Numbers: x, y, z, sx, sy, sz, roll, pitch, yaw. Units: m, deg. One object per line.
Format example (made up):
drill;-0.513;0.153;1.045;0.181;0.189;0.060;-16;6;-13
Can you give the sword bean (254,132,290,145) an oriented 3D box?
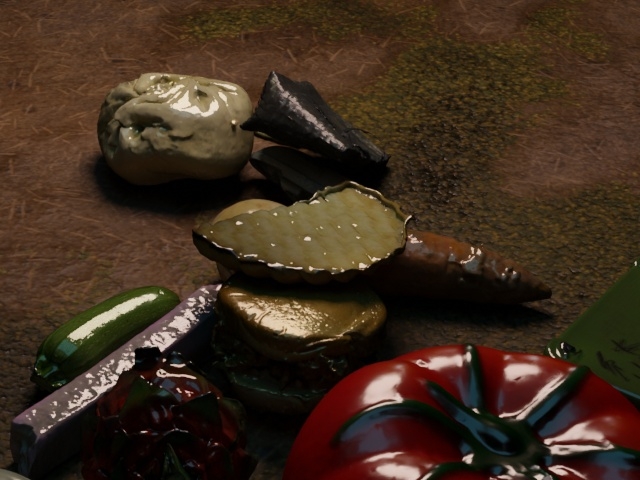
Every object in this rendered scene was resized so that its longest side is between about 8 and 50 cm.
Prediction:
sword bean;-0.066;-0.149;2.293;0.083;0.012;0.012;19;35;21

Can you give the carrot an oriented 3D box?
carrot;0.158;0.040;1.954;0.263;0.102;0.102;11;33;5

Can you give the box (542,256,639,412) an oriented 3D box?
box;0.374;0.162;1.686;0.253;0.178;0.329;23;37;26

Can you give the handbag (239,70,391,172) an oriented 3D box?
handbag;0.004;-0.147;2.131;0.175;0.088;0.270;31;8;12

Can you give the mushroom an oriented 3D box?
mushroom;-0.070;0.012;1.942;0.148;0.112;0.148;4;33;-3

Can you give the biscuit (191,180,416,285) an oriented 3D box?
biscuit;0.000;0.000;1.831;0.273;0.036;0.187;-16;32;-38

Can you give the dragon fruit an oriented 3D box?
dragon fruit;-0.153;0.204;1.580;0.182;0.182;0.188;16;48;19

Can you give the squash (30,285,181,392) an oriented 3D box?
squash;-0.246;0.110;1.807;0.077;0.068;0.219;50;47;8

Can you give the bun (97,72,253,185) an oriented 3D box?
bun;-0.201;-0.164;2.161;0.229;0.145;0.229;-9;35;7

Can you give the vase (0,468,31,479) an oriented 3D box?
vase;-0.246;0.309;1.448;0.248;0.128;0.128;28;38;18

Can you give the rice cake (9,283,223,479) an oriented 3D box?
rice cake;-0.215;0.153;1.747;0.056;0.072;0.365;26;40;27

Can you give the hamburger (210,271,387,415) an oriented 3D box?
hamburger;-0.020;0.108;1.787;0.189;0.122;0.215;14;29;16

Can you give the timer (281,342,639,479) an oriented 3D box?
timer;0.146;0.268;1.403;0.378;0.279;0.378;4;31;-2

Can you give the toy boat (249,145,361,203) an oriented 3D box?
toy boat;-0.014;-0.062;2.103;0.085;0.078;0.260;-48;47;-10
